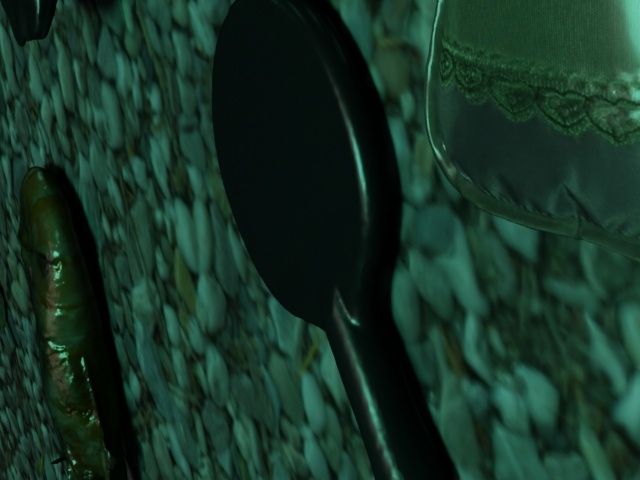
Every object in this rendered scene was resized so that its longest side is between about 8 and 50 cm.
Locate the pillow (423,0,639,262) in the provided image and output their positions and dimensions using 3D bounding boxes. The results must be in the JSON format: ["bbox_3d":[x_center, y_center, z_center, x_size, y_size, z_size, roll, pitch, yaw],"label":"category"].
[{"bbox_3d":[0.068,-0.106,0.332,0.130,0.038,0.233,28,127,54],"label":"pillow"}]

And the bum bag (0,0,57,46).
[{"bbox_3d":[-0.164,-0.234,0.712,0.123,0.060,0.248,42,138,47],"label":"bum bag"}]

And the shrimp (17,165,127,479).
[{"bbox_3d":[-0.199,0.088,0.986,0.169,0.058,0.296,-164,65,-69],"label":"shrimp"}]

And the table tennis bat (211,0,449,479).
[{"bbox_3d":[0.000,0.000,0.550,0.236,0.027,0.150,69,154,14],"label":"table tennis bat"}]

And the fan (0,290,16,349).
[{"bbox_3d":[-0.321,0.074,1.278,0.083,0.004,0.056,62,152,24],"label":"fan"}]
